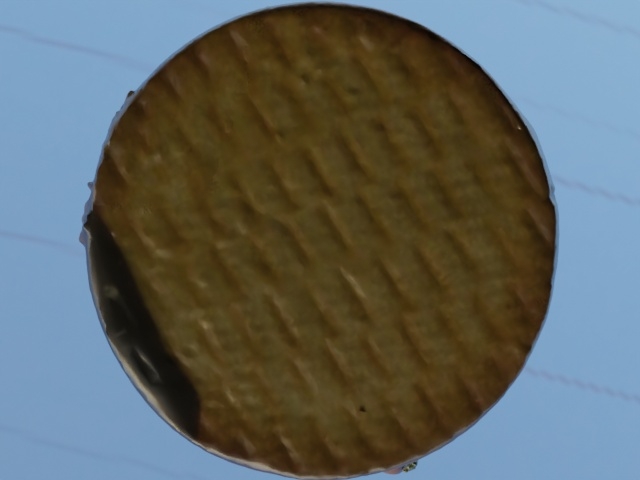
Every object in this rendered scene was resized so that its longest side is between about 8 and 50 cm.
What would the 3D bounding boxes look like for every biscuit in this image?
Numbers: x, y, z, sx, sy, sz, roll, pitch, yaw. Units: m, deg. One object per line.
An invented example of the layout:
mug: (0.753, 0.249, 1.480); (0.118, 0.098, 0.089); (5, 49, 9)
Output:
biscuit: (0.000, 0.000, 1.154); (0.317, 0.040, 0.318); (0, -87, 3)

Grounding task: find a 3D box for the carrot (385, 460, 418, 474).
carrot: (-0.027, 0.089, 1.285); (0.248, 0.043, 0.043); (38, -128, 3)
